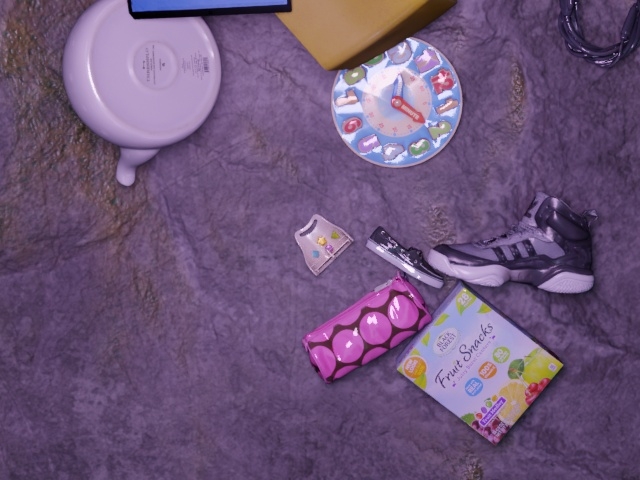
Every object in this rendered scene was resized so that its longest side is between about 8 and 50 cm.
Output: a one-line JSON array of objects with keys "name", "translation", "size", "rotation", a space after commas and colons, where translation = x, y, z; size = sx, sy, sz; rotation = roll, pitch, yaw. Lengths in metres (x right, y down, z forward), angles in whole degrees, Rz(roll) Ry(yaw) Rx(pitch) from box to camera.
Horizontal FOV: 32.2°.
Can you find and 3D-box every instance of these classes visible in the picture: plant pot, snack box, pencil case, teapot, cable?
[{"name": "plant pot", "translation": [0.047, -0.364, 1.625], "size": [0.187, 0.212, 0.212], "rotation": [-44, 85, 20]}, {"name": "snack box", "translation": [0.253, 0.196, 1.784], "size": [0.207, 0.070, 0.174], "rotation": [37, 98, -3]}, {"name": "pencil case", "translation": [0.069, 0.139, 1.767], "size": [0.209, 0.095, 0.098], "rotation": [-35, 123, 6]}, {"name": "teapot", "translation": [-0.284, -0.257, 1.668], "size": [0.252, 0.187, 0.256], "rotation": [43, 70, -24]}, {"name": "cable", "translation": [0.443, -0.360, 1.711], "size": [0.150, 0.047, 0.185], "rotation": [-7, 96, -3]}]

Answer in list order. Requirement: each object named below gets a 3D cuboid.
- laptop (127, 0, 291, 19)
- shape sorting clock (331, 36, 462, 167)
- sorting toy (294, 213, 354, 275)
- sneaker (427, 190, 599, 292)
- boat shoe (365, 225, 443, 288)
[{"name": "laptop", "translation": [-0.160, -0.395, 1.444], "size": [0.234, 0.264, 0.137], "rotation": [-3, 85, 0]}, {"name": "shape sorting clock", "translation": [0.119, -0.216, 1.734], "size": [0.206, 0.040, 0.206], "rotation": [0, 99, 0]}, {"name": "sorting toy", "translation": [0.000, 0.000, 1.772], "size": [0.083, 0.045, 0.075], "rotation": [-43, 89, 7]}, {"name": "sneaker", "translation": [0.305, -0.006, 1.740], "size": [0.268, 0.101, 0.153], "rotation": [7, 98, -6]}, {"name": "boat shoe", "translation": [0.140, 0.027, 1.770], "size": [0.142, 0.049, 0.040], "rotation": [31, 98, -2]}]
